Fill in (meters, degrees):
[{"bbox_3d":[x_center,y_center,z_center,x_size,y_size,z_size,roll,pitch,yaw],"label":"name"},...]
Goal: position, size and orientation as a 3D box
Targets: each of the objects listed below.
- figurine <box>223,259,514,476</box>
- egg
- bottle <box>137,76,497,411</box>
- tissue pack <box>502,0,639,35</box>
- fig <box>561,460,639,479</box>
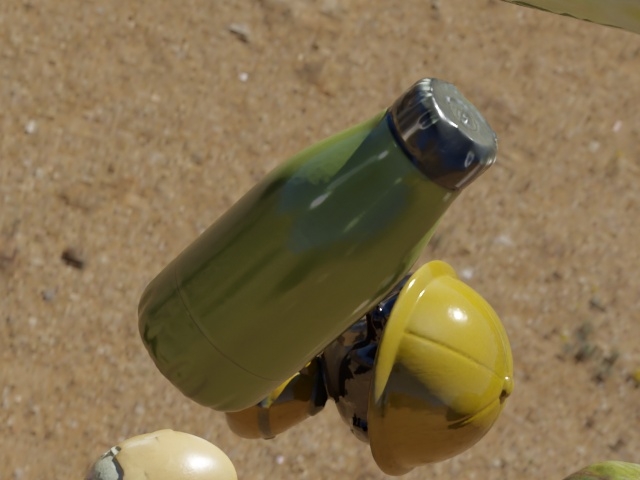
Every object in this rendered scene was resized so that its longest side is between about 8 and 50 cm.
[{"bbox_3d":[0.039,0.120,1.363,0.257,0.192,0.167,-11,57,5],"label":"figurine"},{"bbox_3d":[-0.086,0.137,0.846,0.083,0.071,0.071,-24,58,-12],"label":"egg"},{"bbox_3d":[0.000,0.000,1.012,0.112,0.260,0.112,38,26,-22],"label":"bottle"},{"bbox_3d":[-0.066,-0.216,0.324,0.388,0.287,0.162,19,60,24],"label":"tissue pack"},{"bbox_3d":[0.271,0.256,1.200,0.149,0.149,0.245,-10,10,-31],"label":"fig"}]
